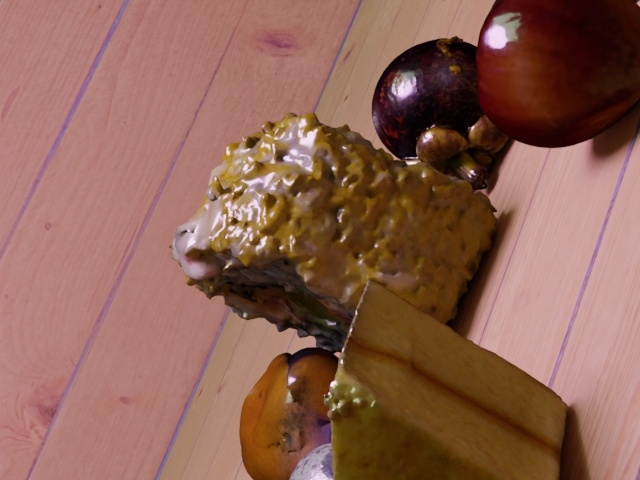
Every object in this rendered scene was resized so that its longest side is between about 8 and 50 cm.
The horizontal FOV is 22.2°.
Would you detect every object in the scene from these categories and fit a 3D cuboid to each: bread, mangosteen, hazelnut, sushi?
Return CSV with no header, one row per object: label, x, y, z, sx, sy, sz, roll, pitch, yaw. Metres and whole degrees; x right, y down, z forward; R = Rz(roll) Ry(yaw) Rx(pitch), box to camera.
bread,0.051,0.274,1.499,0.361,0.245,0.233,-59,3,24
mangosteen,0.168,-0.157,2.174,0.192,0.192,0.217,-53,39,44
hazelnut,0.275,-0.195,1.759,0.208,0.208,0.208,-60,11,20
sushi,0.000,0.000,2.081,0.240,0.351,0.396,-67,12,-15

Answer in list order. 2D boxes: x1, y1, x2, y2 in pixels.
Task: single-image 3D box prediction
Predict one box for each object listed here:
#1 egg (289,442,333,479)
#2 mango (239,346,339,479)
egg,0.029,0.299,1.830,0.132,0.132,0.172,-61,18,12
mango,-0.019,0.245,2.125,0.287,0.153,0.201,159,132,-75
